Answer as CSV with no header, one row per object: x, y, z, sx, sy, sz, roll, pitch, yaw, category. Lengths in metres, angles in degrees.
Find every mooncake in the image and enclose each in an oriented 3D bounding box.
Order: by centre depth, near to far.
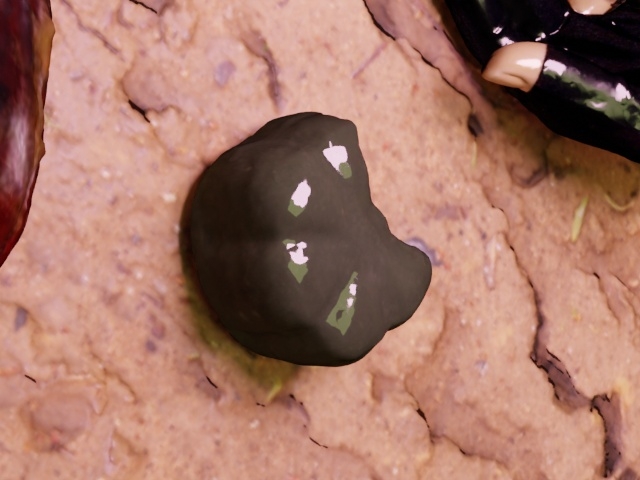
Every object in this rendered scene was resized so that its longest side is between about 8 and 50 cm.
0.000,0.000,1.310,0.175,0.104,0.168,27,70,-38,mooncake

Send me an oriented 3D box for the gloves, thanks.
0.205,-0.151,1.431,0.301,0.152,0.197,43,45,-23,gloves

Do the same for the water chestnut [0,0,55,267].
-0.286,-0.065,0.990,0.347,0.335,0.335,57,53,-65,water chestnut
